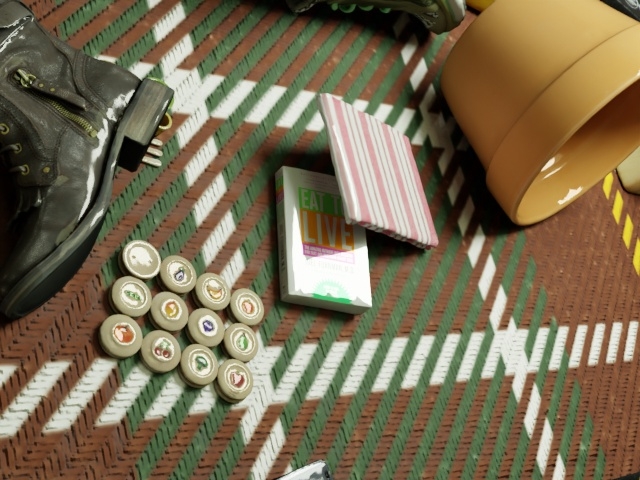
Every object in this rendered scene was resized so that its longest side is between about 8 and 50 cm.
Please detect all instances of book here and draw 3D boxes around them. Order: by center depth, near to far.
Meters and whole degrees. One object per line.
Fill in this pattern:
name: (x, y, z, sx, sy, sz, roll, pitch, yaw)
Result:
book: (0.000, 0.000, 0.869, 0.096, 0.035, 0.144, 12, 59, -30)

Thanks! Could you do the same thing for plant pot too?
plant pot: (0.289, -0.189, 1.065, 0.291, 0.291, 0.203, -18, 61, -44)

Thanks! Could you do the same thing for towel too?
towel: (0.061, -0.068, 0.919, 0.197, 0.029, 0.144, 16, 55, -56)

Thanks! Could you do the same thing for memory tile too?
memory tile: (-0.116, 0.070, 0.740, 0.148, 0.012, 0.113, 26, 51, -25)

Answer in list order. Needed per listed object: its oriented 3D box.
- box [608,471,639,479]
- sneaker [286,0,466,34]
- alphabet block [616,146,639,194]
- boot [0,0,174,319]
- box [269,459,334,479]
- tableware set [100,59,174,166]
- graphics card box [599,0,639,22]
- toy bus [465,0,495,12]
box: (0.349, 0.441, 0.864, 0.257, 0.079, 0.322, 48, 45, -4)
sneaker: (0.042, -0.338, 1.024, 0.410, 0.182, 0.158, 20, 46, -62)
alphabet block: (0.589, -0.191, 1.354, 0.193, 0.197, 0.192, 9, 59, -37)
boot: (-0.263, -0.089, 0.672, 0.229, 0.091, 0.263, 29, 57, -10)
box: (-0.036, 0.280, 0.583, 0.108, 0.153, 0.207, -13, 75, -44)
tableware set: (-0.205, -0.133, 0.778, 0.154, 0.024, 0.104, 17, 55, -31)
graphics card box: (0.560, -0.492, 1.584, 0.232, 0.094, 0.371, 33, 49, -21)
toy bus: (0.256, -0.420, 1.274, 0.332, 0.108, 0.130, 16, 56, -33)
